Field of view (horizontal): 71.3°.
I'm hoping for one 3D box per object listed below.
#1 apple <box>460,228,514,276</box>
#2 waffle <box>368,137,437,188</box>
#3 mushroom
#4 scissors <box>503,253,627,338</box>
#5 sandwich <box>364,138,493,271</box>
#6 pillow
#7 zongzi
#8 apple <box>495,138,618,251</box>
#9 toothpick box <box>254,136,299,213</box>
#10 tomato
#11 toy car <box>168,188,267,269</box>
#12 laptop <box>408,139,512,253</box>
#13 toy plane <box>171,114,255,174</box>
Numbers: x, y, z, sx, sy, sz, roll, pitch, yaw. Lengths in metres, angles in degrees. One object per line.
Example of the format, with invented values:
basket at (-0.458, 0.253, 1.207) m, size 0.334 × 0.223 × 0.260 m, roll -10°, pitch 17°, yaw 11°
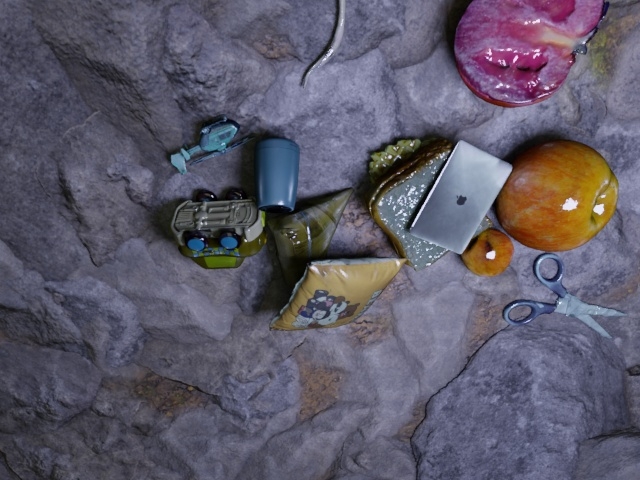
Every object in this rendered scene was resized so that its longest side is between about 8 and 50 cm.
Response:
apple at (0.473, 0.032, 1.274) m, size 0.146 × 0.146 × 0.146 m, roll -1°, pitch 109°, yaw -2°
waffle at (0.237, -0.176, 1.241) m, size 0.207 × 0.054 × 0.214 m, roll -13°, pitch 115°, yaw -1°
mushroom at (0.023, -0.532, 1.125) m, size 0.068 × 0.043 × 0.306 m, roll 18°, pitch 109°, yaw 10°
scissors at (0.787, 0.212, 1.407) m, size 0.383 × 0.029 × 0.256 m, roll 24°, pitch 107°, yaw -11°
sandwich at (0.287, -0.085, 1.208) m, size 0.271 × 0.099 × 0.301 m, roll -37°, pitch 120°, yaw 4°
pillow at (0.044, 0.150, 1.232) m, size 0.312 × 0.119 × 0.310 m, roll -1°, pitch 137°, yaw -34°
zongzi at (0.000, 0.000, 1.278) m, size 0.274 × 0.125 × 0.251 m, roll -28°, pitch 130°, yaw -26°
apple at (0.618, -0.111, 1.166) m, size 0.301 × 0.301 × 0.302 m, roll -1°, pitch 109°, yaw -2°
toothpick box at (-0.114, -0.164, 1.166) m, size 0.120 × 0.120 × 0.184 m, roll 0°, pitch 81°, yaw -2°
tomato at (0.486, -0.490, 1.087) m, size 0.289 × 0.176 × 0.335 m, roll 28°, pitch 102°, yaw 10°
toy car at (-0.270, -0.009, 1.234) m, size 0.247 × 0.204 × 0.198 m, roll -4°, pitch 133°, yaw 0°
laptop at (0.361, -0.105, 1.154) m, size 0.187 × 0.015 × 0.269 m, roll 19°, pitch 108°, yaw -23°
toy plane at (-0.298, -0.264, 1.196) m, size 0.235 × 0.060 × 0.096 m, roll -24°, pitch 121°, yaw 2°
